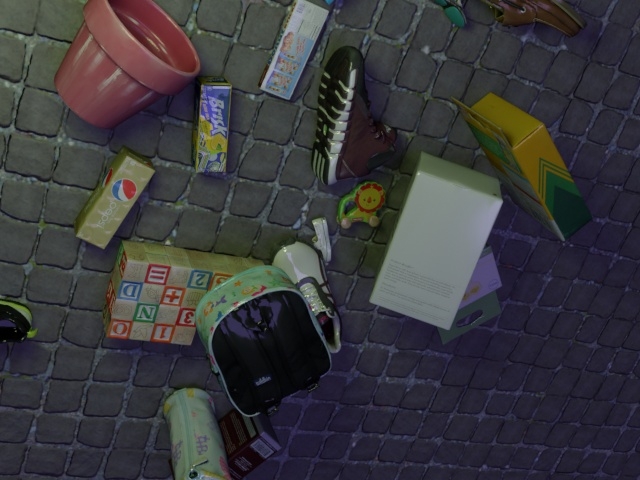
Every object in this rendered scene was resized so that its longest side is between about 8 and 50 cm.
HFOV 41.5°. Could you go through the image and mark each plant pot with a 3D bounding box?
[{"bbox_3d":[-0.329,-0.287,1.380,0.180,0.201,0.201,-40,125,21],"label":"plant pot"}]

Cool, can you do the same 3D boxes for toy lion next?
[{"bbox_3d":[0.085,-0.077,1.742,0.100,0.034,0.096,-5,111,-19],"label":"toy lion"}]

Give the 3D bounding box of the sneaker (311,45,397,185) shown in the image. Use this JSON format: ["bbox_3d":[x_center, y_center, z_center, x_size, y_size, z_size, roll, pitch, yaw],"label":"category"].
[{"bbox_3d":[0.081,-0.240,1.619,0.162,0.106,0.281,-6,129,-24],"label":"sneaker"}]

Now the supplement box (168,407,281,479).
[{"bbox_3d":[-0.213,0.471,1.859,0.239,0.130,0.073,-38,124,2],"label":"supplement box"}]

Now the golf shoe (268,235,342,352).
[{"bbox_3d":[-0.015,0.112,1.751,0.105,0.120,0.273,-29,122,-3],"label":"golf shoe"}]

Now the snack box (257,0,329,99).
[{"bbox_3d":[-0.050,-0.349,1.544,0.064,0.022,0.178,16,110,-29],"label":"snack box"}]

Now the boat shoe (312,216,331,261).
[{"bbox_3d":[0.000,0.000,1.746,0.035,0.035,0.100,-11,118,-6],"label":"boat shoe"}]

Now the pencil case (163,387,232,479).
[{"bbox_3d":[-0.256,0.429,1.736,0.113,0.273,0.124,-33,126,6],"label":"pencil case"}]

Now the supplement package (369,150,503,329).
[{"bbox_3d":[0.233,-0.003,1.719,0.177,0.175,0.293,20,111,2],"label":"supplement package"}]

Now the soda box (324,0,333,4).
[{"bbox_3d":[-0.032,-0.508,1.439,0.071,0.067,0.210,-42,124,4],"label":"soda box"}]

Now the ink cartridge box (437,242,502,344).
[{"bbox_3d":[0.332,0.130,1.935,0.171,0.056,0.235,-27,121,-7],"label":"ink cartridge box"}]

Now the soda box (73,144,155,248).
[{"bbox_3d":[-0.378,-0.078,1.541,0.061,0.058,0.181,29,103,-31],"label":"soda box"}]

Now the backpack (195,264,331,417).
[{"bbox_3d":[-0.116,0.172,1.593,0.225,0.191,0.253,-28,130,-10],"label":"backpack"}]

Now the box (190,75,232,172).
[{"bbox_3d":[-0.200,-0.211,1.541,0.059,0.054,0.169,-3,117,-20],"label":"box"}]

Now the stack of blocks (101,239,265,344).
[{"bbox_3d":[-0.263,0.112,1.670,0.297,0.087,0.171,9,114,-25],"label":"stack of blocks"}]

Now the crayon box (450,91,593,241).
[{"bbox_3d":[0.410,-0.168,1.713,0.083,0.203,0.323,-39,124,1],"label":"crayon box"}]

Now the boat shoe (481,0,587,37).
[{"bbox_3d":[0.366,-0.459,1.607,0.307,0.111,0.104,27,109,-21],"label":"boat shoe"}]

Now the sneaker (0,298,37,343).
[{"bbox_3d":[-0.638,0.148,1.537,0.234,0.097,0.084,2,116,-22],"label":"sneaker"}]

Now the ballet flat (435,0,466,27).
[{"bbox_3d":[0.245,-0.452,1.597,0.114,0.041,0.041,35,100,-33],"label":"ballet flat"}]
